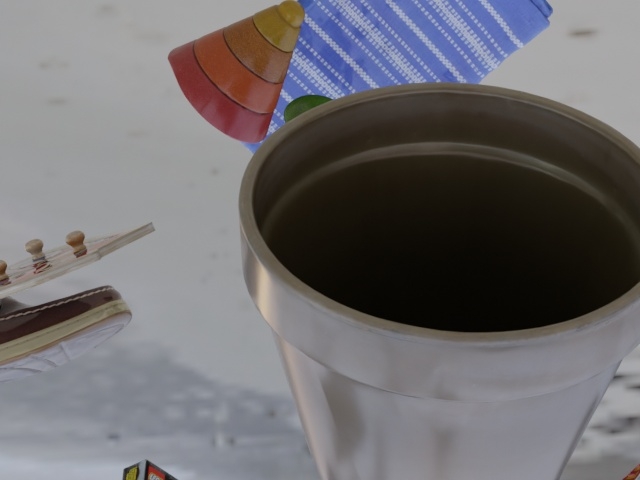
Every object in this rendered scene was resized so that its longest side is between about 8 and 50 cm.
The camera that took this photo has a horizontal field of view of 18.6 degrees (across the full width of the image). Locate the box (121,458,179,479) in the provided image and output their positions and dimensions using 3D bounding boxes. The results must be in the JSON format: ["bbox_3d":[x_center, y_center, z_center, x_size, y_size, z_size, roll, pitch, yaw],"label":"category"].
[{"bbox_3d":[-0.102,0.240,1.500,0.027,0.094,0.137,-25,133,31],"label":"box"}]

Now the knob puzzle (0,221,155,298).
[{"bbox_3d":[-0.284,0.023,1.884,0.213,0.030,0.213,-19,-172,3],"label":"knob puzzle"}]

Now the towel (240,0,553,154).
[{"bbox_3d":[0.063,-0.190,2.027,0.336,0.040,0.243,-43,132,7],"label":"towel"}]

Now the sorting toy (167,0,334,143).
[{"bbox_3d":[0.031,-0.134,1.880,0.365,0.127,0.126,24,122,-37],"label":"sorting toy"}]

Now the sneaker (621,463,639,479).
[{"bbox_3d":[0.264,0.244,1.724,0.175,0.064,0.067,-26,143,30],"label":"sneaker"}]

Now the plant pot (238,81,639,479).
[{"bbox_3d":[0.095,0.079,1.505,0.323,0.280,0.323,2,-143,-2],"label":"plant pot"}]

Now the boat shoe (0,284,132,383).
[{"bbox_3d":[-0.370,0.091,2.021,0.342,0.123,0.123,-18,170,4],"label":"boat shoe"}]
